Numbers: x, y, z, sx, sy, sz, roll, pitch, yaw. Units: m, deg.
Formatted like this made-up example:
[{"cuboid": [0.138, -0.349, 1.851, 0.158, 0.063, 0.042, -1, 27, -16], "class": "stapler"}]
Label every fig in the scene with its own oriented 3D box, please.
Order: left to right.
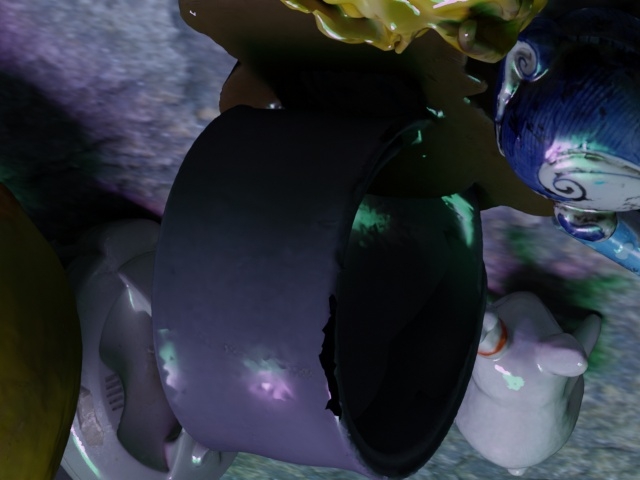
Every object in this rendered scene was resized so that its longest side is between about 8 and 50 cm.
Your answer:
[{"cuboid": [-0.359, 0.108, 1.715, 0.343, 0.343, 0.343, 15, 155, 7], "class": "fig"}]

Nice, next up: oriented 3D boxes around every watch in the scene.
[{"cuboid": [0.000, 0.000, 1.484, 0.314, 0.327, 0.335, 5, 152, 25], "class": "watch"}]

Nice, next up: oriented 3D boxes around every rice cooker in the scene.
[{"cuboid": [-0.223, 0.127, 1.977, 0.277, 0.288, 0.288, -8, 145, 41], "class": "rice cooker"}]

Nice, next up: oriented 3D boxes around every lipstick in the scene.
[{"cuboid": [0.266, 0.004, 1.646, 0.158, 0.048, 0.048, 29, 153, -21], "class": "lipstick"}]

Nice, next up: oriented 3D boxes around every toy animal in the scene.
[{"cuboid": [0.184, 0.102, 1.817, 0.140, 0.138, 0.282, 6, 146, 8], "class": "toy animal"}]

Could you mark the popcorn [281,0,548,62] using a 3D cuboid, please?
[{"cuboid": [0.067, -0.212, 1.171, 0.250, 0.190, 0.250, 15, 162, 5], "class": "popcorn"}]

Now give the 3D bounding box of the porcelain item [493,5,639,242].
[{"cuboid": [0.261, -0.090, 1.358, 0.288, 0.138, 0.186, 11, 144, 11], "class": "porcelain item"}]
